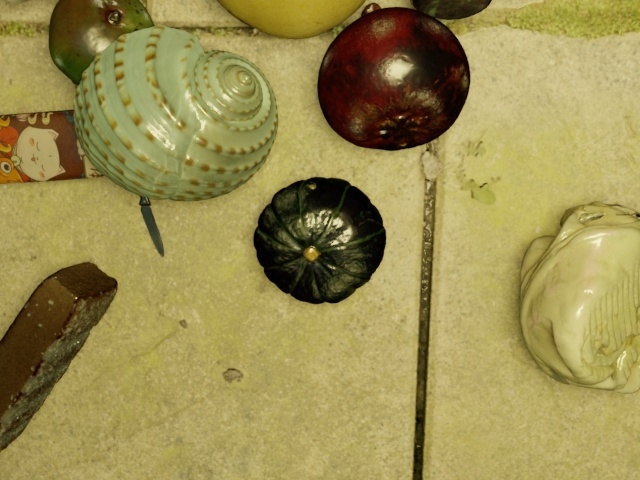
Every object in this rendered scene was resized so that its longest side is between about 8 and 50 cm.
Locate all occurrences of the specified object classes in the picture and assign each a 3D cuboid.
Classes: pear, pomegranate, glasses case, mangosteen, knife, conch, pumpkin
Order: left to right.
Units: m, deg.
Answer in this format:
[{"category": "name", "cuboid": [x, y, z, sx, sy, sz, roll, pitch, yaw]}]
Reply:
[{"category": "glasses case", "cuboid": [-0.511, -0.167, 1.299, 0.321, 0.082, 0.122, -3, 100, 9]}, {"category": "pomegranate", "cuboid": [-0.368, -0.319, 1.213, 0.180, 0.180, 0.210, 46, 143, -3]}, {"category": "knife", "cuboid": [-0.316, -0.049, 1.332, 0.023, 0.010, 0.170, -14, 101, 11]}, {"category": "conch", "cuboid": [-0.231, -0.167, 1.159, 0.303, 0.215, 0.319, 18, 124, -37]}, {"category": "pear", "cuboid": [-0.044, -0.452, 1.060, 0.309, 0.309, 0.309, 2, 102, 8]}, {"category": "pumpkin", "cuboid": [0.000, 0.000, 1.217, 0.221, 0.162, 0.220, 3, 107, 12]}, {"category": "mangosteen", "cuboid": [0.108, -0.270, 1.136, 0.236, 0.235, 0.261, -13, 58, 11]}]

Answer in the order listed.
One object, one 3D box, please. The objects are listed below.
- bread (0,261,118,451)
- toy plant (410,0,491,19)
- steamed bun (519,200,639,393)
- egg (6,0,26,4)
[{"category": "bread", "cuboid": [-0.533, 0.224, 1.346, 0.113, 0.165, 0.416, 38, 106, 1]}, {"category": "toy plant", "cuboid": [0.212, -0.462, 1.087, 0.218, 0.175, 0.235, 3, 77, 14]}, {"category": "steamed bun", "cuboid": [0.410, 0.083, 1.144, 0.268, 0.207, 0.280, 30, 86, -37]}, {"category": "egg", "cuboid": [-0.448, -0.477, 1.164, 0.271, 0.162, 0.206, 38, 105, 46]}]
